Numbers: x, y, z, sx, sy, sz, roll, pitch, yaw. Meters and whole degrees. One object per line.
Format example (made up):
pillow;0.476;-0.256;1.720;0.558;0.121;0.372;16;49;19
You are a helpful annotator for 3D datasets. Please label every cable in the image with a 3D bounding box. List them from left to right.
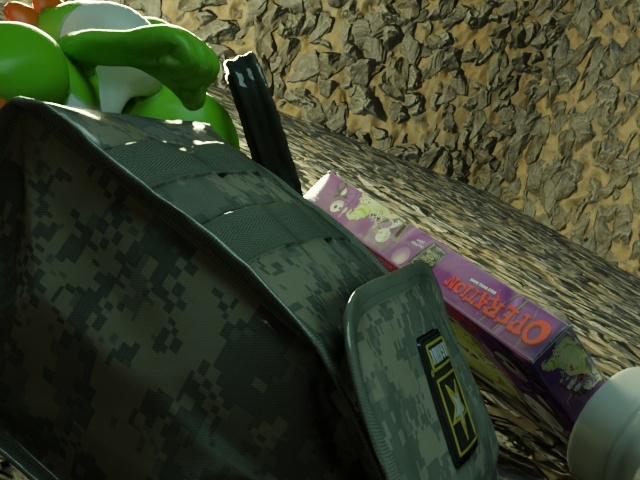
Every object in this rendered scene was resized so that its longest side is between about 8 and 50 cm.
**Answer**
cable;0.000;0.000;0.811;0.072;0.287;0.139;-15;-8;3

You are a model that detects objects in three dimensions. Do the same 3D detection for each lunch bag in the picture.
lunch bag;-0.029;0.067;0.548;0.287;0.169;0.235;38;12;11

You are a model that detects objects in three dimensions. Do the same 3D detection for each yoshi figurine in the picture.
yoshi figurine;-0.154;-0.060;0.713;0.204;0.203;0.362;3;20;17

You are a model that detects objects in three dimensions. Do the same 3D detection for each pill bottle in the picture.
pill bottle;0.294;0.188;0.765;0.131;0.131;0.229;15;14;-43

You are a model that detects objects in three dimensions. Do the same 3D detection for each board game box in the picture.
board game box;0.132;0.072;0.980;0.347;0.056;0.208;37;-15;52
